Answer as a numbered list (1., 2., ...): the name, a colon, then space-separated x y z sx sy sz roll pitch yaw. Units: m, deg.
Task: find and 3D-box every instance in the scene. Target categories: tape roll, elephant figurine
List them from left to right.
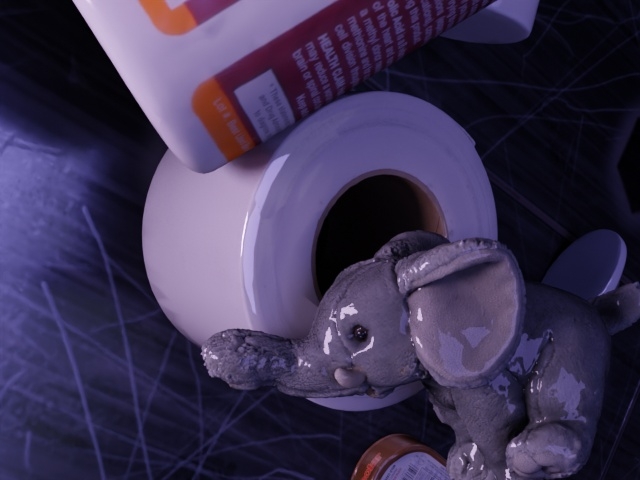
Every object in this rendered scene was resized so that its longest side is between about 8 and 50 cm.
1. tape roll: 0.000 0.000 0.783 0.246 0.169 0.246 -6 101 -33
2. elephant figurine: 0.078 0.061 0.661 0.239 0.169 0.186 40 45 -16

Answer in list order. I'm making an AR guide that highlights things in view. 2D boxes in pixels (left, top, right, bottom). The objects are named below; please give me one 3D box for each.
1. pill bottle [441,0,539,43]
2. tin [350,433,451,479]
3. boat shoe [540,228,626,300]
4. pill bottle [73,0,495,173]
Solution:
1. pill bottle: 0.155 -0.343 0.832 0.176 0.176 0.318 14 89 -35
2. tin: 0.106 0.273 0.980 0.190 0.040 0.106 42 78 -32
3. boat shoe: 0.275 0.100 1.045 0.076 0.080 0.228 34 79 -39
4. pill bottle: 0.027 -0.234 0.636 0.392 0.224 0.224 -31 116 -2
